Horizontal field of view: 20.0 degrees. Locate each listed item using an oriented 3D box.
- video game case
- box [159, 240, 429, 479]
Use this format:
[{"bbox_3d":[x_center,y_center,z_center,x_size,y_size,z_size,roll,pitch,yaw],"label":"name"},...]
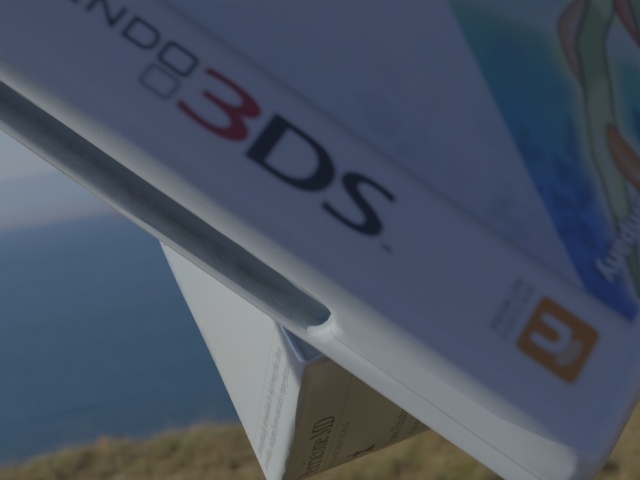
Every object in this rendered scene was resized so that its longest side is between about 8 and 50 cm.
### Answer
[{"bbox_3d":[0.019,-0.130,0.553,0.329,0.300,0.036,-55,0,-35],"label":"video game case"},{"bbox_3d":[0.000,0.000,0.900,0.119,0.182,0.181,-20,-22,-15],"label":"box"}]
